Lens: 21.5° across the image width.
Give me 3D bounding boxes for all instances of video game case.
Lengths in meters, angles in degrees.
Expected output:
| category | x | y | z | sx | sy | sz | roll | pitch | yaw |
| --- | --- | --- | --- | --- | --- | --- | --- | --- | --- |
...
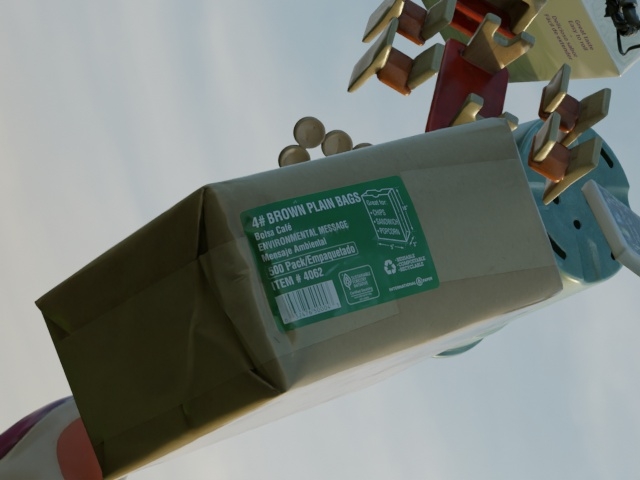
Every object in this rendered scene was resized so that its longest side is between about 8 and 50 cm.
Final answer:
| category | x | y | z | sx | sy | sz | roll | pitch | yaw |
| --- | --- | --- | --- | --- | --- | --- | --- | --- | --- |
| video game case | 0.379 | 0.021 | 1.906 | 0.022 | 0.173 | 0.190 | -48 | -161 | 17 |

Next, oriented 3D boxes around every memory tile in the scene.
| category | x | y | z | sx | sy | sz | roll | pitch | yaw |
| --- | --- | --- | --- | --- | --- | --- | --- | --- | --- |
| memory tile | -0.005 | -0.061 | 1.953 | 0.148 | 0.113 | 0.012 | -64 | -162 | 9 |

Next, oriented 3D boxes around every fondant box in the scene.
| category | x | y | z | sx | sy | sz | roll | pitch | yaw |
| --- | --- | --- | --- | --- | --- | --- | --- | --- | --- |
| fondant box | 0.269 | -0.334 | 2.255 | 0.330 | 0.096 | 0.238 | 4 | -50 | 58 |

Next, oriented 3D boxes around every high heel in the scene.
| category | x | y | z | sx | sy | sz | roll | pitch | yaw |
| --- | --- | --- | --- | --- | --- | --- | --- | --- | --- |
| high heel | -0.333 | 0.242 | 1.587 | 0.181 | 0.377 | 0.127 | -6 | -74 | 36 |

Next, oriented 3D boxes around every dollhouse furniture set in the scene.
| category | x | y | z | sx | sy | sz | roll | pitch | yaw |
| --- | --- | --- | --- | --- | --- | --- | --- | --- | --- |
| dollhouse furniture set | 0.169 | -0.187 | 1.823 | 0.135 | 0.262 | 0.259 | -44 | -157 | 49 |

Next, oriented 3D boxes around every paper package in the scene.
| category | x | y | z | sx | sy | sz | roll | pitch | yaw |
| --- | --- | --- | --- | --- | --- | --- | --- | --- | --- |
| paper package | -0.016 | 0.046 | 1.383 | 0.309 | 0.325 | 0.168 | -32 | -103 | 49 |

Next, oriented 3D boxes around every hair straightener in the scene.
| category | x | y | z | sx | sy | sz | roll | pitch | yaw |
| --- | --- | --- | --- | --- | --- | --- | --- | --- | --- |
| hair straightener | 0.350 | -0.285 | 1.937 | 0.230 | 0.047 | 0.089 | -98 | 179 | -46 |

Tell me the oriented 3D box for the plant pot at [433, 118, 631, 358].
| category | x | y | z | sx | sy | sz | roll | pitch | yaw |
| --- | --- | --- | --- | --- | --- | --- | --- | --- | --- |
| plant pot | 0.266 | -0.020 | 2.531 | 0.334 | 0.341 | 0.341 | -20 | -95 | 48 |
